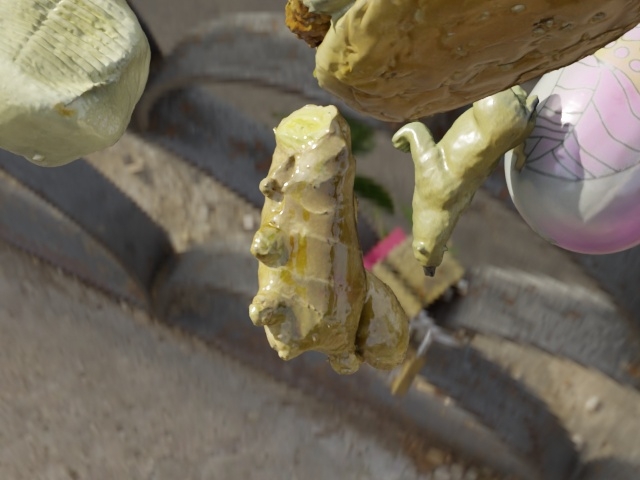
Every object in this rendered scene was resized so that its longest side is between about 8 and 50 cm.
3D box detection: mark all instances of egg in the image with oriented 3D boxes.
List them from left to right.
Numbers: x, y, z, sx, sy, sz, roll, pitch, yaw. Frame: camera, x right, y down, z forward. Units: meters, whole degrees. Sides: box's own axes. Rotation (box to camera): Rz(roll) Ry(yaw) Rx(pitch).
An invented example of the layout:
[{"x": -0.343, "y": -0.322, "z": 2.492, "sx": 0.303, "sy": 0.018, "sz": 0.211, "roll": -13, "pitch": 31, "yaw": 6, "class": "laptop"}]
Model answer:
[{"x": 0.302, "y": -0.113, "z": 1.866, "sx": 0.196, "sy": 0.196, "sz": 0.271, "roll": 40, "pitch": 101, "yaw": 11, "class": "egg"}]

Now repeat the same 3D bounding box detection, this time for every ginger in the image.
[{"x": -0.009, "y": 0.010, "z": 1.361, "sx": 0.115, "sy": 0.081, "sz": 0.205, "roll": -19, "pitch": 96, "yaw": -8, "class": "ginger"}]

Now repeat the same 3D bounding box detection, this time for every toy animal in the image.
[{"x": 0.137, "y": -0.076, "z": 1.811, "sx": 0.219, "sy": 0.103, "sz": 0.101, "roll": -51, "pitch": 43, "yaw": 18, "class": "toy animal"}]

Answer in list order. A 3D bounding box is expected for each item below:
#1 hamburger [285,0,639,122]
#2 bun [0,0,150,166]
[{"x": 0.118, "y": -0.189, "z": 1.381, "sx": 0.283, "sy": 0.259, "sz": 0.144, "roll": -17, "pitch": 81, "yaw": 12, "class": "hamburger"}, {"x": -0.280, "y": -0.177, "z": 1.903, "sx": 0.229, "sy": 0.145, "sz": 0.229, "roll": 10, "pitch": 55, "yaw": -15, "class": "bun"}]
